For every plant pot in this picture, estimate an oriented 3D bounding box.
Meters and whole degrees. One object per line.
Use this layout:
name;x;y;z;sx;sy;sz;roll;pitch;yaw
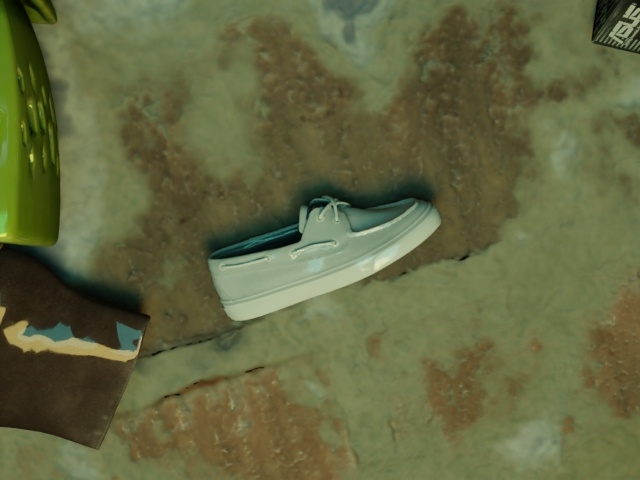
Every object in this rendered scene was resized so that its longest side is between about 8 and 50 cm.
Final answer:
plant pot;-0.294;-0.108;1.180;0.227;0.228;0.207;5;88;-2

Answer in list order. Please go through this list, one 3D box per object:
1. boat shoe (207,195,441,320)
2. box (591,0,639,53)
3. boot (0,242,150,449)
boat shoe;0.000;0.000;1.311;0.184;0.066;0.063;-21;108;16
box;0.306;-0.173;1.196;0.184;0.190;0.045;11;71;-6
boot;-0.269;0.125;1.328;0.207;0.090;0.248;25;102;-6
